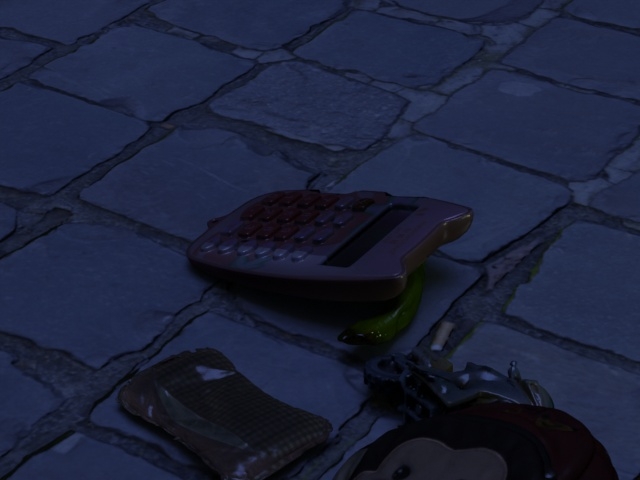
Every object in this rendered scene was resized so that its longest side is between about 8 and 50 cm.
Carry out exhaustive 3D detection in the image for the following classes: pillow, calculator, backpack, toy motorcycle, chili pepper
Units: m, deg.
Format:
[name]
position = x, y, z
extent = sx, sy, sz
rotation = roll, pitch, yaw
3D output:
[pillow]
position = -0.101, 0.173, 1.471
extent = 0.135, 0.034, 0.211
rotation = -29, 41, -35
[calculator]
position = 0.000, 0.000, 1.695
extent = 0.329, 0.048, 0.220
rotation = 9, 33, 35
[backpack]
position = 0.126, 0.208, 1.109
extent = 0.229, 0.139, 0.229
rotation = -14, 27, 7
[toy motorcycle]
position = 0.142, 0.160, 1.453
extent = 0.130, 0.094, 0.229
rotation = -11, 21, -26
[chili pepper]
position = 0.079, 0.070, 1.620
extent = 0.052, 0.050, 0.202
rotation = -26, 14, 32

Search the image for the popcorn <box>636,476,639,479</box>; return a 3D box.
[popcorn]
position = 0.379, 0.245, 1.219
extent = 0.225, 0.249, 0.249
rotation = 16, 22, -34
